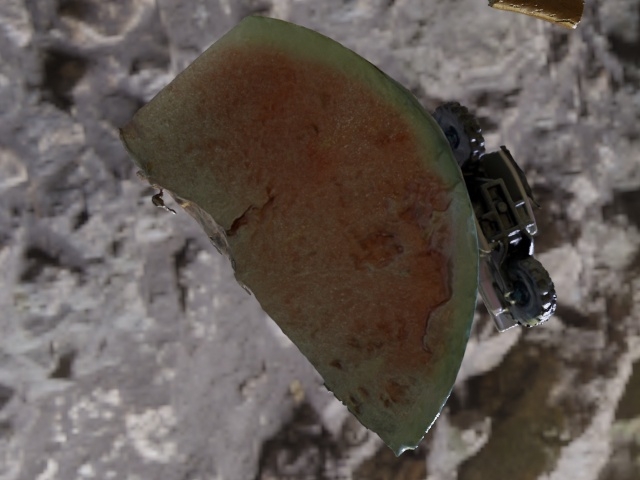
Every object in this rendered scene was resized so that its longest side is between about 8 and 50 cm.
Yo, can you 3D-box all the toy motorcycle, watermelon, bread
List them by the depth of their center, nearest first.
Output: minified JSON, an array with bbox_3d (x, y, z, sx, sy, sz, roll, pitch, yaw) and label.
[{"bbox_3d":[0.000,0.000,0.937,0.305,0.224,0.180,50,51,1],"label":"watermelon"},{"bbox_3d":[0.187,-0.213,1.132,0.047,0.083,0.036,-88,-166,-52],"label":"bread"},{"bbox_3d":[0.149,-0.011,1.373,0.204,0.108,0.239,-31,-114,60],"label":"toy motorcycle"}]
